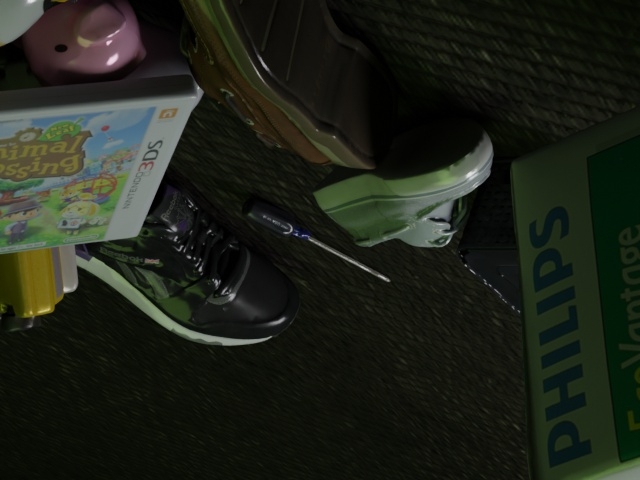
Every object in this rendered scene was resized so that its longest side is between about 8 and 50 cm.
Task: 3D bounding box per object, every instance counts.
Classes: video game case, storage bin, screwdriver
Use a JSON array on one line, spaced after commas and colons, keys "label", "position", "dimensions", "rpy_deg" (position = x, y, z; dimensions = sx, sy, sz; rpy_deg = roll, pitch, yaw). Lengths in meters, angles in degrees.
[{"label": "video game case", "position": [-0.210, -0.046, 1.342], "dimensions": [0.212, 0.023, 0.193], "rpy_deg": [-7, 152, -24]}, {"label": "storage bin", "position": [0.206, 0.015, 1.479], "dimensions": [0.122, 0.084, 0.180], "rpy_deg": [0, 151, 42]}, {"label": "screwdriver", "position": [0.000, 0.000, 1.725], "dimensions": [0.170, 0.025, 0.024], "rpy_deg": [23, 160, -30]}]

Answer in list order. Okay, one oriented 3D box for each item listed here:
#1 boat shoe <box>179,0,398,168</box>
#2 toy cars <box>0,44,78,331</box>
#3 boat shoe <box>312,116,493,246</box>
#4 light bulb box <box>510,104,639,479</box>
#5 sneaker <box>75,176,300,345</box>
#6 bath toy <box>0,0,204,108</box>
[{"label": "boat shoe", "position": [-0.049, -0.136, 1.307], "dimensions": [0.104, 0.110, 0.307], "rpy_deg": [7, 155, 27]}, {"label": "toy cars", "position": [-0.235, -0.046, 1.609], "dimensions": [0.087, 0.176, 0.393], "rpy_deg": [-9, 145, -26]}, {"label": "boat shoe", "position": [0.077, -0.036, 1.455], "dimensions": [0.081, 0.079, 0.227], "rpy_deg": [52, 156, -13]}, {"label": "light bulb box", "position": [0.354, 0.055, 1.069], "dimensions": [0.361, 0.225, 0.358], "rpy_deg": [-23, 141, 31]}, {"label": "sneaker", "position": [-0.138, 0.006, 1.743], "dimensions": [0.283, 0.107, 0.124], "rpy_deg": [26, 153, -13]}, {"label": "bath toy", "position": [-0.176, -0.168, 1.302], "dimensions": [0.129, 0.151, 0.348], "rpy_deg": [3, 157, 25]}]
